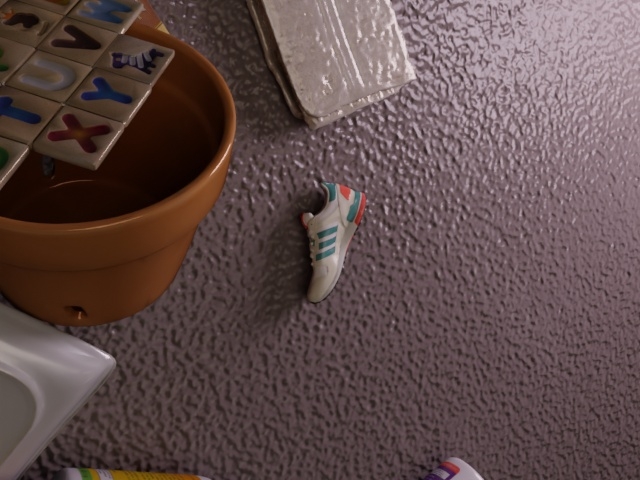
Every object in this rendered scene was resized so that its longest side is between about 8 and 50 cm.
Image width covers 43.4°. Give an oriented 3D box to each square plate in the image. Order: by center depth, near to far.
[{"bbox_3d":[-0.434,0.173,0.763,0.347,0.049,0.344,34,104,-28],"label":"square plate"}]

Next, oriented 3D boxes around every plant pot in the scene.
[{"bbox_3d":[-0.235,-0.053,0.784,0.291,0.291,0.203,-18,145,-25],"label":"plant pot"}]

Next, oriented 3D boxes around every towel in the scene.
[{"bbox_3d":[0.005,-0.295,1.012,0.187,0.049,0.282,-27,107,-24],"label":"towel"}]

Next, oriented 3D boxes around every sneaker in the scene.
[{"bbox_3d":[0.000,0.000,1.050,0.075,0.057,0.161,23,87,-12],"label":"sneaker"}]

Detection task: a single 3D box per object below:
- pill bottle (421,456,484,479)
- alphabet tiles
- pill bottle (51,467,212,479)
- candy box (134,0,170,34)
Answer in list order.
[{"bbox_3d":[0.151,0.409,1.146,0.193,0.108,0.108,-33,111,-20],"label":"pill bottle"},{"bbox_3d":[-0.323,-0.172,0.722,0.342,0.011,0.285,18,49,4],"label":"alphabet tiles"},{"bbox_3d":[-0.192,0.342,0.938,0.245,0.136,0.136,13,90,-29],"label":"pill bottle"},{"bbox_3d":[-0.224,-0.211,0.898,0.109,0.053,0.187,-39,114,-18],"label":"candy box"}]
